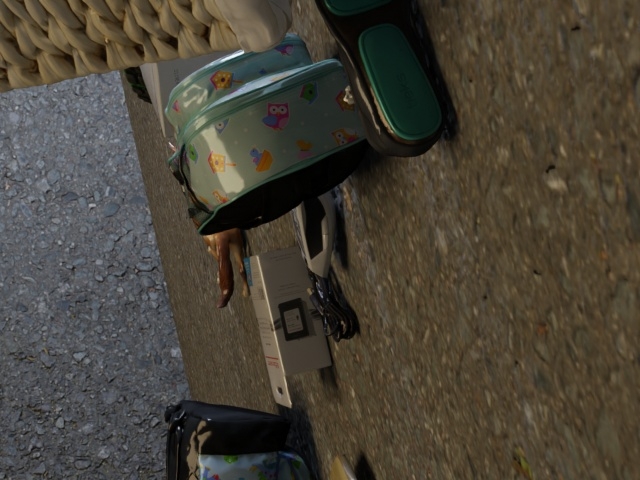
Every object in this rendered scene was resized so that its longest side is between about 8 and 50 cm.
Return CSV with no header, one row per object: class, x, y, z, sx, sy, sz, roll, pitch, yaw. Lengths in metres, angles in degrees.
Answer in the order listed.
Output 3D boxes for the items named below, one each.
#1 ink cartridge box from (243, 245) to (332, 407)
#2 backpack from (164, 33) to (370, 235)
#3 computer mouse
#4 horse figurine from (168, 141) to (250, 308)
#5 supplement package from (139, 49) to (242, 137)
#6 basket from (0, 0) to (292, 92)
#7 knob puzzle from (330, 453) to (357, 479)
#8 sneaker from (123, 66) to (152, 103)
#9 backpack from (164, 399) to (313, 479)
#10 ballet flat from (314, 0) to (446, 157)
ink cartridge box,-0.036,0.100,1.410,0.104,0.060,0.180,166,91,-77
backpack,-0.044,-0.091,1.017,0.144,0.166,0.188,68,165,-4
computer mouse,0.000,0.000,1.207,0.106,0.042,0.193,-114,10,-57
horse figurine,-0.161,-0.020,1.829,0.263,0.066,0.174,-113,10,-46
supplement package,-0.150,-0.256,1.381,0.139,0.134,0.244,90,162,-46
basket,-0.183,-0.319,0.785,0.331,0.266,0.328,62,-156,-47
knob puzzle,0.050,0.329,1.332,0.213,0.030,0.213,167,90,-78
sneaker,-0.211,-0.352,1.628,0.146,0.134,0.343,-117,27,-69
backpack,-0.107,0.417,1.686,0.290,0.273,0.355,159,120,-75
ballet flat,0.033,-0.150,0.848,0.074,0.074,0.203,129,125,-74
